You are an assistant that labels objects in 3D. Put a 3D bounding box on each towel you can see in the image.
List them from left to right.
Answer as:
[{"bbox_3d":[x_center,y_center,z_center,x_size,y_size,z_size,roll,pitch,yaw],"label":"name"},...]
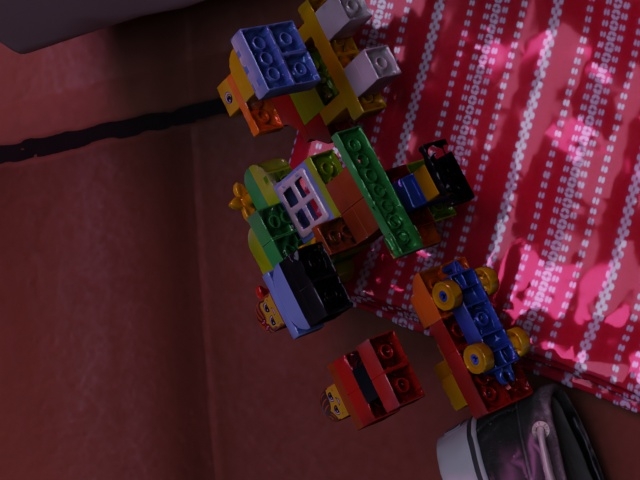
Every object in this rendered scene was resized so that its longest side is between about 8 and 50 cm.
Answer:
[{"bbox_3d":[0.109,-0.037,0.747,0.274,0.031,0.199,19,95,26],"label":"towel"}]

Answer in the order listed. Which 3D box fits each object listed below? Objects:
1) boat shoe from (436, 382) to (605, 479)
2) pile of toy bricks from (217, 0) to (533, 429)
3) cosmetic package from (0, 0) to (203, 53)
[{"bbox_3d":[0.124,0.171,0.702,0.070,0.077,0.219,-31,73,23],"label":"boat shoe"},{"bbox_3d":[0.000,0.000,0.734,0.105,0.118,0.212,-39,73,49],"label":"pile of toy bricks"},{"bbox_3d":[-0.118,-0.348,0.769,0.230,0.161,0.453,-16,76,14],"label":"cosmetic package"}]
